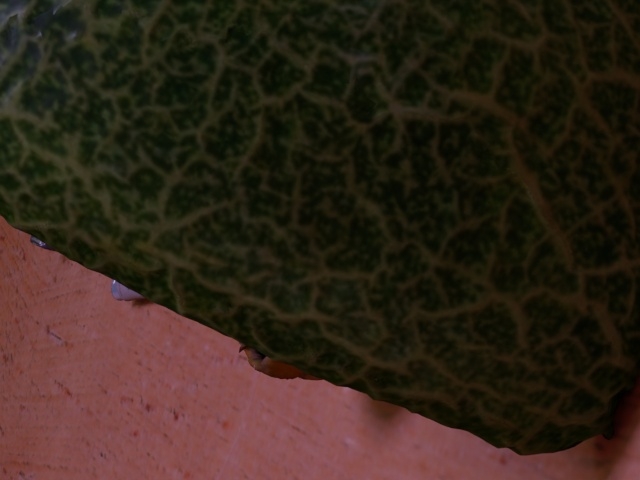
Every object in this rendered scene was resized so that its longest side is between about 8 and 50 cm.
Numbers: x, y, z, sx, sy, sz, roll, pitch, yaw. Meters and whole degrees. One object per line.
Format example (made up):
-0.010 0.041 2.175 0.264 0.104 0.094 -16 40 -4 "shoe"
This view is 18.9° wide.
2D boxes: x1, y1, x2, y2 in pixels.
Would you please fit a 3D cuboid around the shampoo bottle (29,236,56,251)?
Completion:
-0.214 -0.072 1.683 0.080 0.040 0.165 -141 69 -69 "shampoo bottle"

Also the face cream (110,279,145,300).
-0.124 0.027 1.367 0.115 0.020 0.038 -10 64 67 "face cream"

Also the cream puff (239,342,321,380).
0.000 0.000 0.895 0.133 0.104 0.119 -153 48 -79 "cream puff"

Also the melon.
-0.042 -0.102 0.747 0.226 0.343 0.331 152 129 -71 "melon"
